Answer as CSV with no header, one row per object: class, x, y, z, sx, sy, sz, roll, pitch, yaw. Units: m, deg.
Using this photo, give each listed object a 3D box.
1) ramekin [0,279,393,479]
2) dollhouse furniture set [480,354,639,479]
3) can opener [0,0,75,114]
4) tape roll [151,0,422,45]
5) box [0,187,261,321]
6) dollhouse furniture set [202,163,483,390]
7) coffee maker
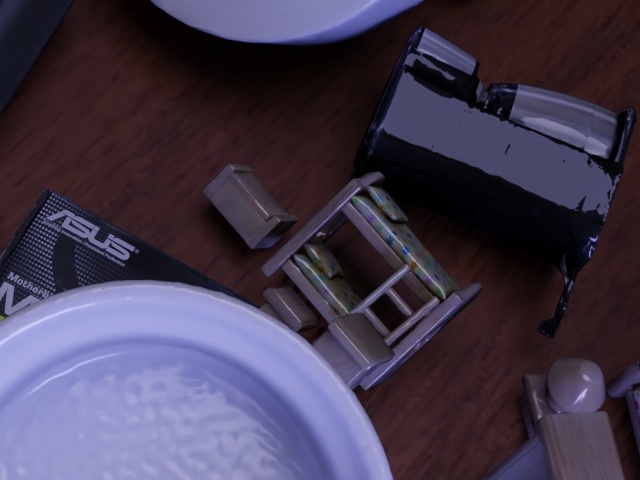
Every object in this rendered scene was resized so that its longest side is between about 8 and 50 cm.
ramekin,-0.101,0.166,0.854,0.277,0.135,0.277,1,83,-5
dollhouse furniture set,0.285,0.202,0.978,0.355,0.174,0.303,-1,64,-18
can opener,-0.239,-0.081,1.035,0.093,0.074,0.280,43,54,-34
tape roll,-0.022,-0.281,1.072,0.286,0.286,0.100,48,18,10
box,-0.142,0.086,0.981,0.190,0.045,0.184,30,61,-1
dollhouse furniture set,0.000,0.000,0.987,0.101,0.161,0.182,-44,80,13
coffee maker,0.117,-0.051,1.083,0.178,0.120,0.171,20,51,-1
